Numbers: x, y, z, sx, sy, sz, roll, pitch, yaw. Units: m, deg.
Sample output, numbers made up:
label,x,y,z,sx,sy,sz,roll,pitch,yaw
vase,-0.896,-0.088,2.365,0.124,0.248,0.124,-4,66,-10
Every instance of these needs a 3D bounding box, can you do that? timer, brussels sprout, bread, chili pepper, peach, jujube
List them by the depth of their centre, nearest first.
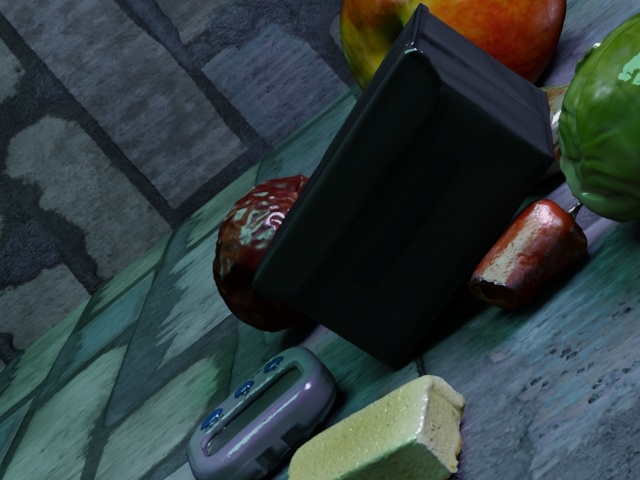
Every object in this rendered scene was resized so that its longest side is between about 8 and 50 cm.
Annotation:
label,x,y,z,sx,sy,sz,roll,pitch,yaw
bread,0.051,0.217,1.143,0.188,0.068,0.125,-34,15,23
brussels sprout,0.350,-0.135,1.179,0.244,0.244,0.244,-38,13,11
chili pepper,0.246,-0.002,1.284,0.192,0.084,0.086,-47,31,-8
timer,-0.073,0.225,1.459,0.208,0.069,0.191,-40,13,-5
jujube,-0.057,0.017,1.772,0.213,0.213,0.232,-29,10,39
peach,0.233,-0.376,1.978,0.388,0.388,0.388,-38,13,11

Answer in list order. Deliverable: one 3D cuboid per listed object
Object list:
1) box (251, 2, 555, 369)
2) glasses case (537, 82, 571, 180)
label,x,y,z,sx,sy,sz,roll,pitch,yaw
box,0.106,-0.070,1.420,0.345,0.204,0.251,-56,6,23
glasses case,0.245,-0.138,1.688,0.156,0.098,0.425,-46,15,-17
